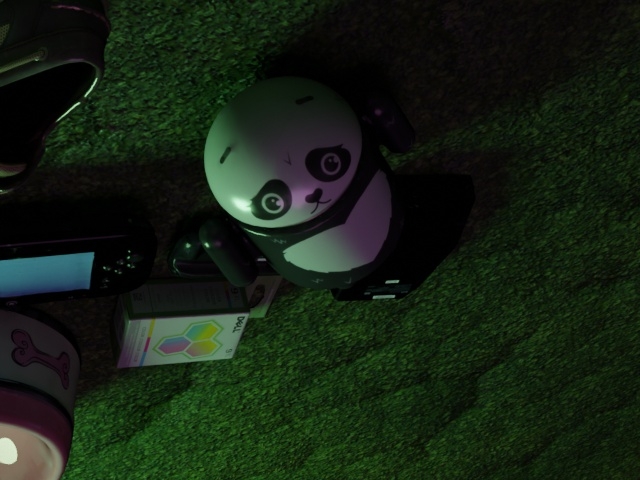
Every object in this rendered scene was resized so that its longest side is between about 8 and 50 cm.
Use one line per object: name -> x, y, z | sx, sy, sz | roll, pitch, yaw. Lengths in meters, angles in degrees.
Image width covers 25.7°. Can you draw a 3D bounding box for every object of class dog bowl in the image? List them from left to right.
dog bowl -> -0.491, 0.236, 1.736 | 0.408, 0.150, 0.408 | -12, 147, -8

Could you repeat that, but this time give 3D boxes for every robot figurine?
robot figurine -> -0.010, -0.052, 1.474 | 0.174, 0.209, 0.278 | 5, 156, 24

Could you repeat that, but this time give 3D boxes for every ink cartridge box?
ink cartridge box -> -0.150, 0.099, 1.753 | 0.209, 0.062, 0.109 | -3, 145, -21

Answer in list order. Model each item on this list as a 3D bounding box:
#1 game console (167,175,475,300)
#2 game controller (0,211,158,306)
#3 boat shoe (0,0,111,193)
game console -> 0.000, 0.000, 1.689 | 0.361, 0.044, 0.213 | -2, 144, -22
game controller -> -0.343, 0.030, 1.561 | 0.319, 0.067, 0.166 | -5, 146, -16
boat shoe -> -0.322, -0.112, 1.288 | 0.132, 0.130, 0.355 | 16, 136, -40
